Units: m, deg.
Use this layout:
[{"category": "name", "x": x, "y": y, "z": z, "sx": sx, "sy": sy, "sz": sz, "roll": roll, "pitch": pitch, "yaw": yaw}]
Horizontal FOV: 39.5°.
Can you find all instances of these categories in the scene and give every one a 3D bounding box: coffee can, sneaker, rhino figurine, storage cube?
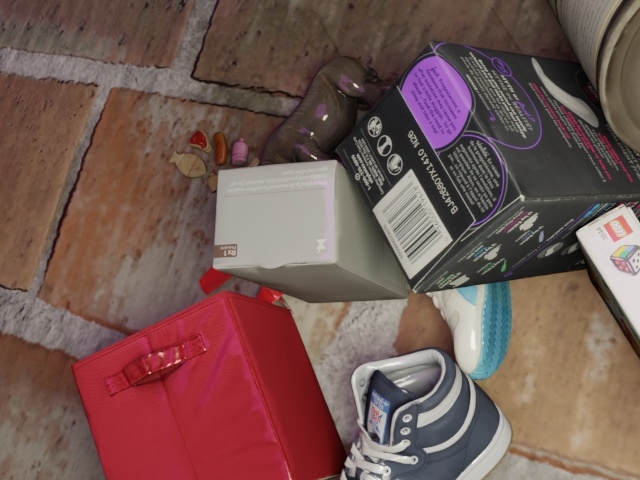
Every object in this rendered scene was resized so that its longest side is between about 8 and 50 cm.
[{"category": "coffee can", "x": 0.313, "y": -0.228, "z": 0.799, "sx": 0.201, "sy": 0.201, "sz": 0.275, "roll": -22, "pitch": 39, "yaw": 14}, {"category": "sneaker", "x": 0.048, "y": 0.223, "z": 0.829, "sx": 0.282, "sy": 0.153, "sz": 0.099, "roll": -44, "pitch": 34, "yaw": -13}, {"category": "rhino figurine", "x": -0.009, "y": -0.106, "z": 1.021, "sx": 0.106, "sy": 0.073, "sz": 0.243, "roll": 39, "pitch": 93, "yaw": 21}, {"category": "storage cube", "x": -0.106, "y": 0.183, "z": 0.905, "sx": 0.183, "sy": 0.215, "sz": 0.193, "roll": -26, "pitch": 74, "yaw": 12}, {"category": "sneaker", "x": 0.140, "y": 0.035, "z": 0.924, "sx": 0.092, "sy": 0.087, "sz": 0.229, "roll": -15, "pitch": 64, "yaw": 24}]

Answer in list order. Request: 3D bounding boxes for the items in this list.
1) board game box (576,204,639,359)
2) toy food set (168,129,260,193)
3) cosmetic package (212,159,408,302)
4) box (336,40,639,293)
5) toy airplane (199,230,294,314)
[{"category": "board game box", "x": 0.325, "y": 0.130, "z": 0.762, "sx": 0.053, "sy": 0.193, "sz": 0.305, "roll": -31, "pitch": 67, "yaw": 10}, {"category": "toy food set", "x": -0.125, "y": -0.098, "z": 1.093, "sx": 0.122, "sy": 0.019, "sz": 0.078, "roll": 35, "pitch": 89, "yaw": 33}, {"category": "cosmetic package", "x": 0.000, "y": 0.000, "z": 0.896, "sx": 0.127, "sy": 0.238, "sz": 0.107, "roll": -3, "pitch": 75, "yaw": 20}, {"category": "box", "x": 0.179, "y": -0.065, "z": 0.814, "sx": 0.143, "sy": 0.270, "sz": 0.165, "roll": -46, "pitch": 60, "yaw": 40}, {"category": "toy airplane", "x": -0.078, "y": 0.028, "z": 1.034, "sx": 0.151, "sy": 0.028, "sz": 0.151, "roll": -6, "pitch": 75, "yaw": 21}]
